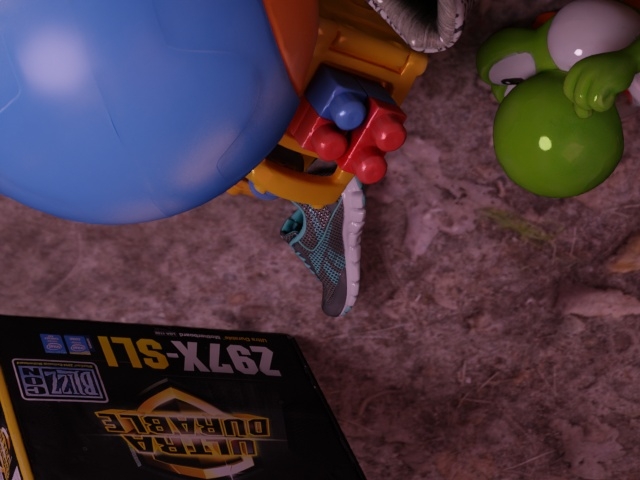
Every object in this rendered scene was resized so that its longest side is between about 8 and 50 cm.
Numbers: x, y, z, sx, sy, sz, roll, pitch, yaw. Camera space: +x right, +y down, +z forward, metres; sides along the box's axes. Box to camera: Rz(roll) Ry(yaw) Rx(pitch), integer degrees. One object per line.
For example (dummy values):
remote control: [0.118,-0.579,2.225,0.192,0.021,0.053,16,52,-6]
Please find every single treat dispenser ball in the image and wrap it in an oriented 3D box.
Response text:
treat dispenser ball: [-0.145,-0.154,1.117,0.288,0.288,0.288,-13,131,-16]

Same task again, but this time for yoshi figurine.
yoshi figurine: [0.289,-0.115,1.323,0.203,0.362,0.203,-39,119,-49]

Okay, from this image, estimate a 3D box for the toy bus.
toy bus: [-0.015,-0.101,1.280,0.149,0.211,0.220,14,121,-35]

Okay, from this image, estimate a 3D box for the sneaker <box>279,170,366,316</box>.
sneaker: [0.000,0.000,1.483,0.076,0.065,0.166,-1,126,-4]

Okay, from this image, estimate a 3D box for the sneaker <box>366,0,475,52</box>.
sneaker: [-0.011,-0.277,0.999,0.158,0.182,0.410,-35,116,28]

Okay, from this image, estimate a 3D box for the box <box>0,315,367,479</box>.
box: [-0.133,0.182,1.423,0.322,0.257,0.079,6,123,-29]
